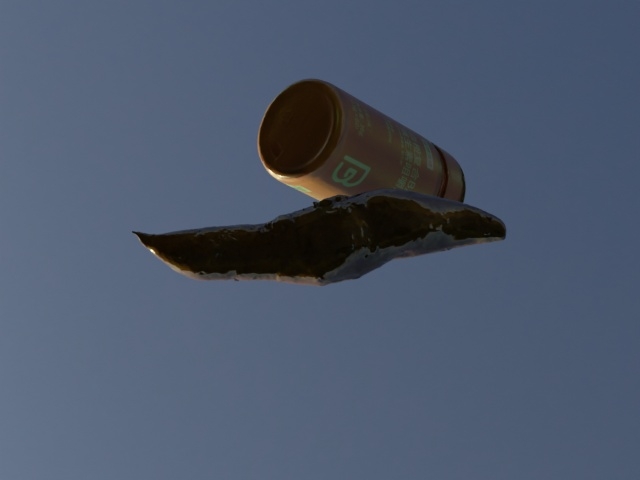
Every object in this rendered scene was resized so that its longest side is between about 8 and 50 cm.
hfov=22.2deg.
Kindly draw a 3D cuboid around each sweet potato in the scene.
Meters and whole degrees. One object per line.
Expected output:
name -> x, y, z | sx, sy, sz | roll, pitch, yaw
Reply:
sweet potato -> 0.000, 0.000, 1.203 | 0.274, 0.067, 0.067 | -5, -98, -6

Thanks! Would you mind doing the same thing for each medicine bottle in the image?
medicine bottle -> 0.038, -0.069, 1.456 | 0.096, 0.192, 0.096 | -16, -117, 35
